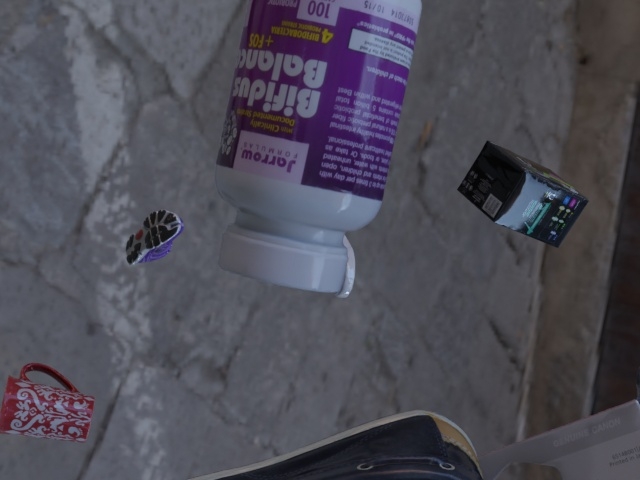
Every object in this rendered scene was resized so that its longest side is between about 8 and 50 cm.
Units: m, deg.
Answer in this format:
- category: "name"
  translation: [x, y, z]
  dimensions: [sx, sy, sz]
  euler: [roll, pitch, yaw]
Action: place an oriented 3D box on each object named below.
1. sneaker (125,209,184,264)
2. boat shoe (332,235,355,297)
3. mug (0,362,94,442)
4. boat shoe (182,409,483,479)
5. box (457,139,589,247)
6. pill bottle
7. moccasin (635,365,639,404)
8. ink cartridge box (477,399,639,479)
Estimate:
- category: "sneaker"
  translation: [-0.297, -0.006, 2.053]
  dimensions: [0.071, 0.170, 0.068]
  euler: [3, 67, -38]
- category: "boat shoe"
  translation: [0.000, 0.000, 1.548]
  dimensions: [0.066, 0.063, 0.184]
  euler: [-54, -141, 46]
- category: "mug"
  translation: [-0.523, 0.312, 2.134]
  dimensions: [0.113, 0.169, 0.150]
  euler: [142, -41, -70]
- category: "boat shoe"
  translation: [-0.068, 0.306, 1.003]
  dimensions: [0.500, 0.156, 0.187]
  euler: [-22, 104, -9]
- category: "box"
  translation: [0.171, -0.038, 0.940]
  dimensions: [0.083, 0.062, 0.052]
  euler: [18, 110, -36]
- category: "pill bottle"
  translation: [-0.011, -0.108, 1.086]
  dimensions: [0.169, 0.169, 0.301]
  euler: [6, 96, -62]
- category: "moccasin"
  translation: [0.434, 0.158, 1.129]
  dimensions: [0.117, 0.138, 0.342]
  euler: [-61, -177, -11]
- category: "ink cartridge box"
  translation: [0.242, 0.323, 1.089]
  dimensions: [0.066, 0.296, 0.261]
  euler: [3, 64, -53]
